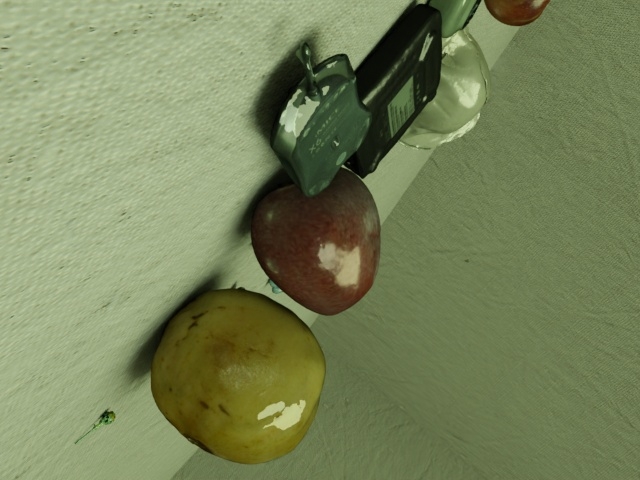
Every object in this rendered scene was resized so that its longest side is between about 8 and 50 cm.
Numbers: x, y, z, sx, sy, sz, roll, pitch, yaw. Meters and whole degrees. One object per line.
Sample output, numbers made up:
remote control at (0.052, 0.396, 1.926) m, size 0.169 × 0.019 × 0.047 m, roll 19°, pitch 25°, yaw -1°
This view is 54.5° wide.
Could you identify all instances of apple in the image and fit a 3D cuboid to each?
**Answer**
apple at (0.484, -0.622, 1.492) m, size 0.201 × 0.162 × 0.201 m, roll -62°, pitch 174°, yaw -12°

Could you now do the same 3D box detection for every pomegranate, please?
pomegranate at (-0.145, 0.244, 1.152) m, size 0.333 × 0.332 × 0.332 m, roll -51°, pitch 172°, yaw -10°

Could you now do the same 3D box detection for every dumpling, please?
dumpling at (0.270, -0.341, 1.453) m, size 0.260 × 0.181 × 0.341 m, roll -34°, pitch 172°, yaw 2°

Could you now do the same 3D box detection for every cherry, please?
cherry at (0.000, 0.000, 1.121) m, size 0.221 × 0.308 × 0.261 m, roll -5°, pitch -160°, yaw 30°

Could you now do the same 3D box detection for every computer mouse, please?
computer mouse at (-0.013, -0.180, 0.867) m, size 0.167 × 0.090 × 0.379 m, roll -51°, pitch 166°, yaw -9°

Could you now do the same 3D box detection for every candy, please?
candy at (-0.412, 0.343, 1.133) m, size 0.083 × 0.025 × 0.023 m, roll -38°, pitch 138°, yaw -29°

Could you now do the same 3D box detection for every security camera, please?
security camera at (0.288, -0.516, 1.141) m, size 0.157 × 0.080 × 0.302 m, roll -45°, pitch 166°, yaw -37°

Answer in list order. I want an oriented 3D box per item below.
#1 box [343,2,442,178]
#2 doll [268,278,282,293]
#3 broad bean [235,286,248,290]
box at (0.135, -0.275, 1.202) m, size 0.289 × 0.073 × 0.290 m, roll -50°, pitch 162°, yaw -7°
doll at (-0.071, 0.079, 1.727) m, size 0.179 × 0.075 × 0.120 m, roll -28°, pitch 132°, yaw -18°
broad bean at (-0.229, 0.200, 1.408) m, size 0.052 × 0.053 × 0.256 m, roll 17°, pitch 115°, yaw -40°
